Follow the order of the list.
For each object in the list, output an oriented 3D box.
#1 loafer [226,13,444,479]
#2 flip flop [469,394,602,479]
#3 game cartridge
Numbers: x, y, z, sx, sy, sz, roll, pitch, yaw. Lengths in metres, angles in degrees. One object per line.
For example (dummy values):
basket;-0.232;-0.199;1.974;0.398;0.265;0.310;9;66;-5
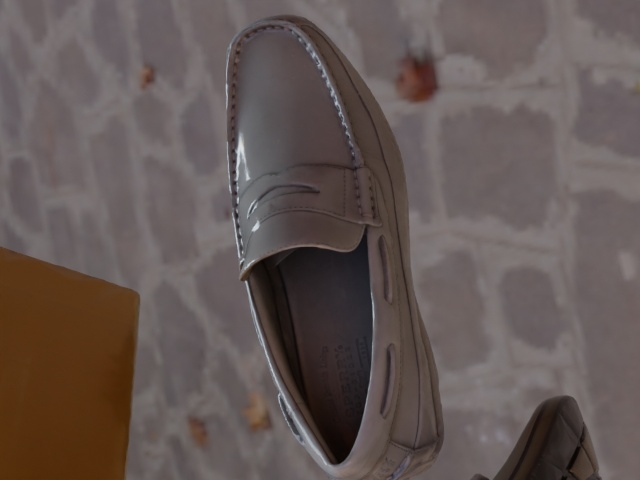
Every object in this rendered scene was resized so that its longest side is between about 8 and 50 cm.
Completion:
loafer;0.000;0.000;1.115;0.112;0.111;0.319;-23;74;20
flip flop;0.106;0.188;1.070;0.080;0.277;0.112;-6;117;34
game cartridge;-0.239;0.071;0.922;0.323;0.285;0.052;-96;26;-65
